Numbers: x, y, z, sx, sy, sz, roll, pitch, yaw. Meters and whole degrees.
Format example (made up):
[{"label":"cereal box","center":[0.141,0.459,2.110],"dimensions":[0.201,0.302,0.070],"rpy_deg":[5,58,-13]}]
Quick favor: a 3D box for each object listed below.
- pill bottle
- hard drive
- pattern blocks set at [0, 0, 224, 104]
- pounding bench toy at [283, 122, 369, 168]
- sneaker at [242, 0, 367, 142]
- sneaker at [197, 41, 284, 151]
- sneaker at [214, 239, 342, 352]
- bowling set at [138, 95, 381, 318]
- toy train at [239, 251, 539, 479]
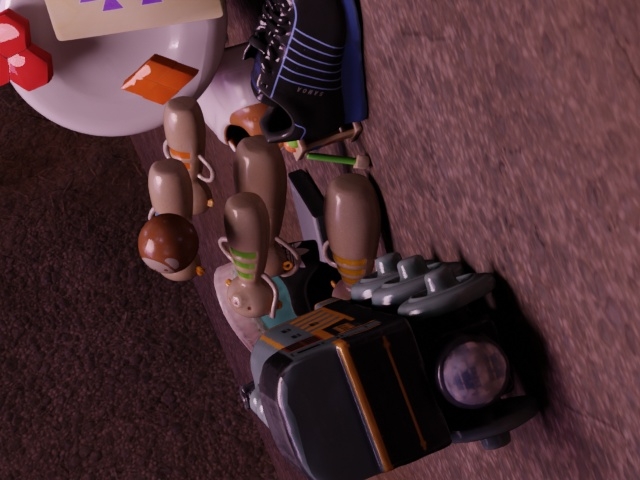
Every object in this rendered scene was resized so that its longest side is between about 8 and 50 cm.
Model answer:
[{"label":"pill bottle","center":[-0.221,-0.286,1.896],"dimensions":[0.408,0.229,0.229],"rpy_deg":[-103,-2,-63]},{"label":"hard drive","center":[0.000,0.000,1.957],"dimensions":[0.094,0.022,0.135],"rpy_deg":[-121,14,-51]},{"label":"pattern blocks set","center":[-0.185,-0.259,1.630],"dimensions":[0.026,0.324,0.285],"rpy_deg":[-64,-29,-59]},{"label":"pounding bench toy","center":[0.000,-0.093,1.601],"dimensions":[0.052,0.065,0.083],"rpy_deg":[127,122,-79]},{"label":"sneaker","center":[-0.019,-0.166,1.474],"dimensions":[0.232,0.090,0.081],"rpy_deg":[79,167,-48]},{"label":"sneaker","center":[-0.097,-0.140,1.958],"dimensions":[0.290,0.105,0.123],"rpy_deg":[-179,71,-79]},{"label":"sneaker","center":[0.012,0.101,1.874],"dimensions":[0.302,0.121,0.108],"rpy_deg":[48,-155,-49]},{"label":"bowling set","center":[-0.099,0.002,1.670],"dimensions":[0.287,0.200,0.154],"rpy_deg":[28,136,36]},{"label":"toy train","center":[0.039,0.099,1.385],"dimensions":[0.334,0.190,0.142],"rpy_deg":[-166,56,-79]}]
